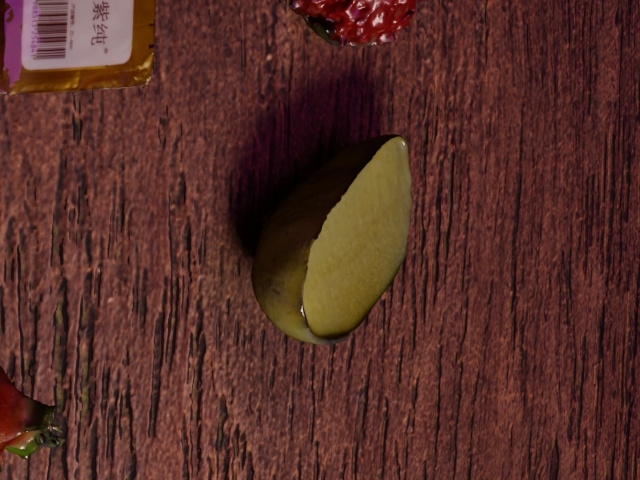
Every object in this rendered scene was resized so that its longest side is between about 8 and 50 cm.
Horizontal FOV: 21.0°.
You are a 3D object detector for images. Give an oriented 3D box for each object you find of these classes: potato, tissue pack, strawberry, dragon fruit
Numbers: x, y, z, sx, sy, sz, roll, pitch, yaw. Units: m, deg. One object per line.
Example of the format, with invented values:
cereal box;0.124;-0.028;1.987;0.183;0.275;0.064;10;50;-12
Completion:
potato;0.000;0.000;1.817;0.272;0.111;0.160;-54;143;-44
tissue pack;-0.227;-0.245;1.512;0.183;0.092;0.226;-11;106;-47
strawberry;0.060;-0.319;1.807;0.190;0.111;0.237;0;99;-46
dragon fruit;-0.303;0.152;1.486;0.236;0.137;0.135;31;84;-39
